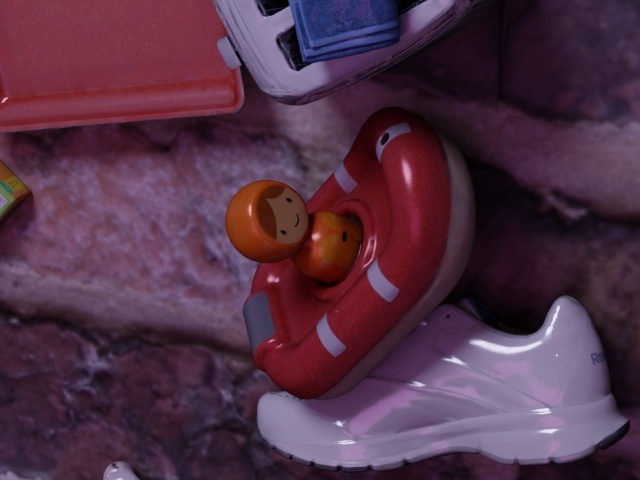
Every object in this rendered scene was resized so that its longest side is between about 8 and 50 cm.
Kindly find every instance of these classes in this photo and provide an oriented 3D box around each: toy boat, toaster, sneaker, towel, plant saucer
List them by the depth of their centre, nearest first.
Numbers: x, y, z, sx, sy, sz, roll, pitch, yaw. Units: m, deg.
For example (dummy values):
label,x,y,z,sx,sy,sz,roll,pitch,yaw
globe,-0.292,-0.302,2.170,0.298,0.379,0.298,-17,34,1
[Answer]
label,x,y,z,sx,sy,sz,roll,pitch,yaw
towel,0.006,-0.171,0.719,0.067,0.029,0.119,-8,105,22
toaster,0.036,-0.180,0.804,0.227,0.146,0.129,-24,100,26
toy boat,0.000,0.000,0.862,0.151,0.151,0.231,22,122,-32
plant saucer,-0.187,-0.221,0.929,0.259,0.048,0.259,-2,107,21
sneaker,0.086,0.112,0.932,0.297,0.111,0.129,-9,88,20

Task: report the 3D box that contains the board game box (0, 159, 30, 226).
label,x,y,z,sx,sy,sz,roll,pitch,yaw
board game box,-0.387,-0.094,1.055,0.259,0.039,0.124,45,117,-3

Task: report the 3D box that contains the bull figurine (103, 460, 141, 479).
label,x,y,z,sx,sy,sz,roll,pitch,yaw
bull figurine,-0.219,0.354,1.120,0.189,0.101,0.310,4,108,23
